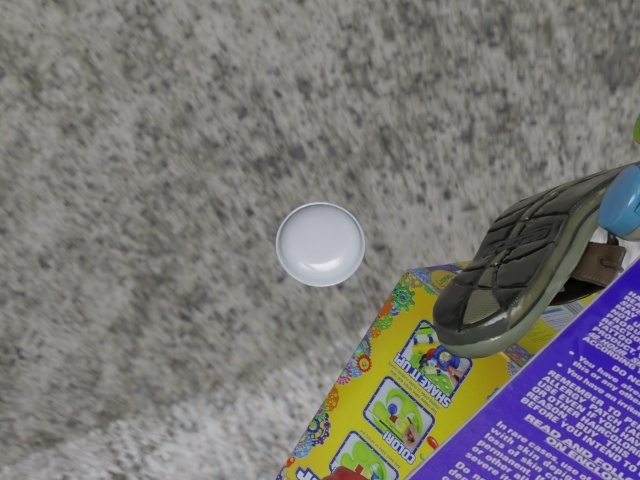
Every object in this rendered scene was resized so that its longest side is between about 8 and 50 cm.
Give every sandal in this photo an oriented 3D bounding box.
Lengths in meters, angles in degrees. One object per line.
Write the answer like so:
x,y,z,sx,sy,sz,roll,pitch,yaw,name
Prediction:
0.188,0.022,1.334,0.303,0.120,0.086,-43,109,-43,sandal

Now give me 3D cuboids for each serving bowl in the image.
0.000,0.000,1.535,0.083,0.027,0.083,0,110,0,serving bowl

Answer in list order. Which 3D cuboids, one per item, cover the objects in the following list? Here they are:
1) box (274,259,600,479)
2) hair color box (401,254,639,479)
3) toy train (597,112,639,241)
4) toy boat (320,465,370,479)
0.153,0.178,1.656,0.177,0.290,0.279,41,114,25,box
0.063,0.144,0.541,0.110,0.339,0.185,33,123,19,hair color box
0.303,-0.070,1.261,0.143,0.105,0.248,32,58,-16,toy train
0.031,0.216,0.718,0.267,0.318,0.148,27,76,37,toy boat
